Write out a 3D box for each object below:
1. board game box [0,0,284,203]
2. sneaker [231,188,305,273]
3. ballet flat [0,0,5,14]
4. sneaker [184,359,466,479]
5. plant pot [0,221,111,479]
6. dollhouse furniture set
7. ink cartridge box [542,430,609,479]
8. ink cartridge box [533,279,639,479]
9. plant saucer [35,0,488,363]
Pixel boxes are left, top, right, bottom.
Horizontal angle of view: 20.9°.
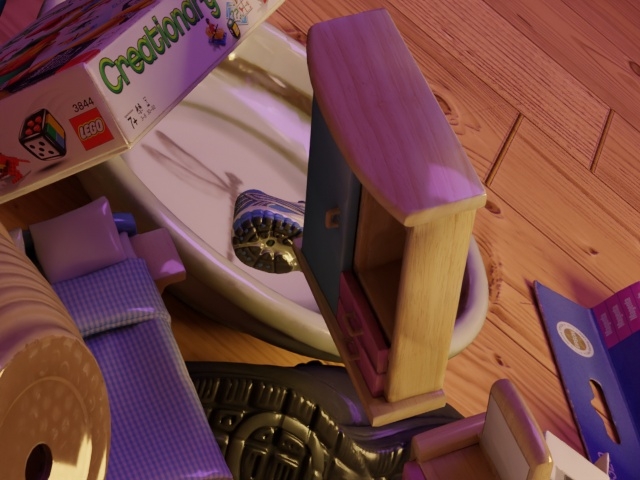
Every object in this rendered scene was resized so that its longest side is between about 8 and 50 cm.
[{"bbox_3d":[-0.133,-0.100,0.991,0.053,0.193,0.305,62,28,-15],"label":"board game box"},{"bbox_3d":[0.000,0.000,1.143,0.135,0.052,0.058,26,26,-28],"label":"sneaker"},{"bbox_3d":[-0.272,-0.234,1.339,0.106,0.107,0.316,17,23,-3],"label":"ballet flat"},{"bbox_3d":[-0.013,0.127,1.115,0.286,0.109,0.130,18,15,-34],"label":"sneaker"},{"bbox_3d":[-0.168,0.092,0.767,0.109,0.237,0.237,8,15,24],"label":"plant pot"},{"bbox_3d":[-0.070,0.061,0.899,0.303,0.198,0.286,-16,55,-14],"label":"dollhouse furniture set"},{"bbox_3d":[0.140,0.204,1.177,0.060,0.104,0.180,36,25,-6],"label":"ink cartridge box"},{"bbox_3d":[0.363,0.183,1.560,0.330,0.071,0.324,29,28,-26],"label":"ink cartridge box"},{"bbox_3d":[-0.057,-0.036,1.292,0.400,0.100,0.400,31,27,-18],"label":"plant saucer"}]
